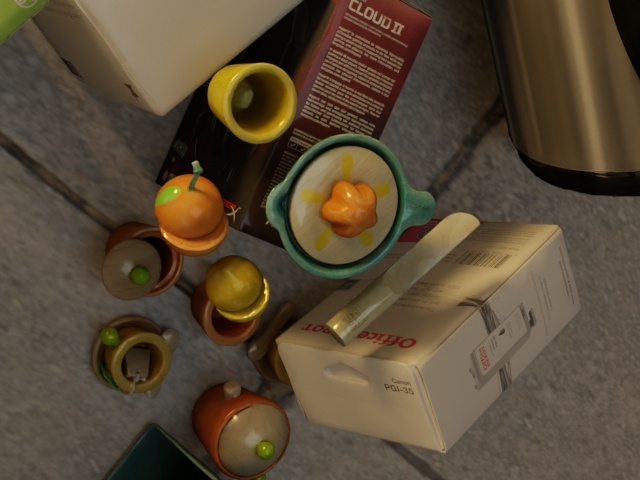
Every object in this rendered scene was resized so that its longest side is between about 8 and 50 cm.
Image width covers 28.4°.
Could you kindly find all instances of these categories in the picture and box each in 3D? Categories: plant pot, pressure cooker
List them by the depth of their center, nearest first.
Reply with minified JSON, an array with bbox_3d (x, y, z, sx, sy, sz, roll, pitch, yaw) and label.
[{"bbox_3d":[0.343,-0.298,1.365,0.370,0.375,0.420,-46,128,-49],"label":"pressure cooker"},{"bbox_3d":[-0.127,0.352,1.404,0.166,0.165,0.234,-52,131,-7],"label":"plant pot"}]

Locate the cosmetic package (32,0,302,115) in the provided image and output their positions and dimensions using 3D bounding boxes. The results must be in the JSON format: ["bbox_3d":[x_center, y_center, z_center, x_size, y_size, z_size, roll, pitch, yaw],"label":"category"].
[{"bbox_3d":[-0.089,-0.303,1.190,0.385,0.217,0.156,-42,121,-16],"label":"cosmetic package"}]

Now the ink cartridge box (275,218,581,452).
[{"bbox_3d":[0.121,0.093,1.393,0.283,0.207,0.117,-38,120,-37],"label":"ink cartridge box"}]

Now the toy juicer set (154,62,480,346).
[{"bbox_3d":[0.000,0.000,1.148,0.329,0.089,0.209,32,88,-32],"label":"toy juicer set"}]

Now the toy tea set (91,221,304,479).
[{"bbox_3d":[-0.118,0.123,1.354,0.336,0.124,0.200,37,84,-34],"label":"toy tea set"}]

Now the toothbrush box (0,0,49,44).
[{"bbox_3d":[-0.376,-0.279,1.027,0.122,0.206,0.283,-46,122,-11],"label":"toothbrush box"}]

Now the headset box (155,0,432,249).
[{"bbox_3d":[-0.027,-0.151,1.269,0.110,0.218,0.293,22,94,-32],"label":"headset box"}]
